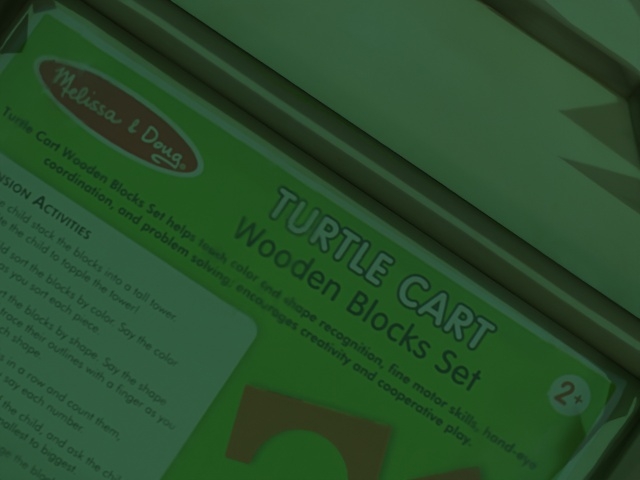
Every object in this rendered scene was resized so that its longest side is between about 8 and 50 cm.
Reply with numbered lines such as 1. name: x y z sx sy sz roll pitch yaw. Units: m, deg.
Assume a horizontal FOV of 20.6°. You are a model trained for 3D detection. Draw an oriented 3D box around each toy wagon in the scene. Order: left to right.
1. toy wagon: 0.000 0.000 0.397 0.267 0.068 0.344 35 83 4
